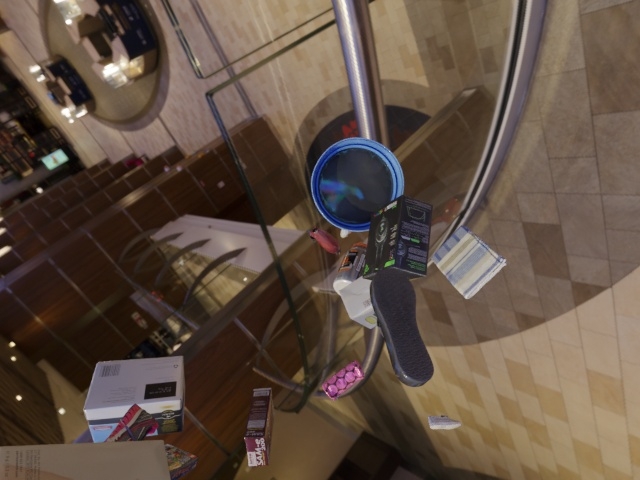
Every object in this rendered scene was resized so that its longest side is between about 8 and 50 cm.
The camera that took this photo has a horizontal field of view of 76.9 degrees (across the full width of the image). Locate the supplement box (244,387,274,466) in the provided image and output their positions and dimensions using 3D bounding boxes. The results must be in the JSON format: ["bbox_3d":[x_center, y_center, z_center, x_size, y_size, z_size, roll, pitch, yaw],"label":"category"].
[{"bbox_3d":[-0.214,0.659,1.440,0.239,0.073,0.131,-93,-1,-70],"label":"supplement box"}]

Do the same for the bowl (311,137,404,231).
[{"bbox_3d":[0.154,-0.233,1.707,0.391,0.391,0.077,49,179,-4],"label":"bowl"}]

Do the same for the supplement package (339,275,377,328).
[{"bbox_3d":[0.227,0.256,1.746,0.203,0.194,0.149,36,-155,-50],"label":"supplement package"}]

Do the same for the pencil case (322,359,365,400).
[{"bbox_3d":[0.115,0.670,1.930,0.098,0.209,0.095,52,179,25],"label":"pencil case"}]

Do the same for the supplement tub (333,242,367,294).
[{"bbox_3d":[0.210,0.178,2.406,0.193,0.316,0.194,15,140,13],"label":"supplement tub"}]

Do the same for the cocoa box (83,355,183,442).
[{"bbox_3d":[-0.746,0.652,1.669,0.232,0.346,0.228,-112,26,-53],"label":"cocoa box"}]

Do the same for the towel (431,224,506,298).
[{"bbox_3d":[0.582,0.080,1.613,0.034,0.209,0.285,31,-162,-31],"label":"towel"}]

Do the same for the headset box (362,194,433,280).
[{"bbox_3d":[0.271,0.018,1.450,0.131,0.284,0.246,15,163,-16],"label":"headset box"}]

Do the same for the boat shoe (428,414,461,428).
[{"bbox_3d":[0.619,0.904,2.013,0.063,0.183,0.066,-101,22,-43],"label":"boat shoe"}]

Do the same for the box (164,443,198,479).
[{"bbox_3d":[-0.605,0.873,1.572,0.159,0.044,0.233,12,171,14],"label":"box"}]

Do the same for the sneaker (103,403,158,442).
[{"bbox_3d":[-0.608,0.638,1.216,0.112,0.299,0.121,36,121,-5],"label":"sneaker"}]

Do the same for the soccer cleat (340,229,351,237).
[{"bbox_3d":[0.127,-0.094,1.940,0.076,0.068,0.196,12,131,-17],"label":"soccer cleat"}]

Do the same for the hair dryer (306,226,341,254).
[{"bbox_3d":[0.000,0.000,2.107,0.223,0.080,0.293,27,167,10],"label":"hair dryer"}]

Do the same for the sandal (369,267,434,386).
[{"bbox_3d":[0.148,0.164,0.799,0.096,0.255,0.055,7,139,-14],"label":"sandal"}]

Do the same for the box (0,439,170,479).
[{"bbox_3d":[-0.453,0.468,0.746,0.311,0.148,0.121,28,-158,-47],"label":"box"}]
